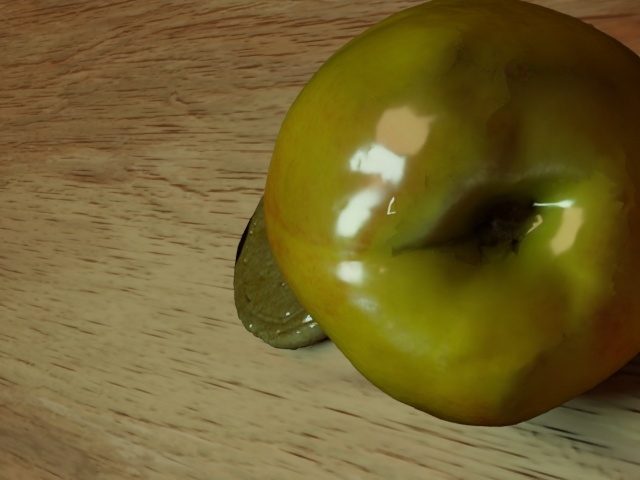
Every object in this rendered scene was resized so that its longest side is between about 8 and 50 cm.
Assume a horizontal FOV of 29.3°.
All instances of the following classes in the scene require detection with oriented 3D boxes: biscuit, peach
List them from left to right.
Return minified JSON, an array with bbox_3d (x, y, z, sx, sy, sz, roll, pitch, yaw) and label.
[{"bbox_3d":[0.000,0.000,1.148,0.226,0.042,0.226,-30,42,31],"label":"biscuit"},{"bbox_3d":[0.112,-0.032,0.851,0.289,0.289,0.308,-51,8,9],"label":"peach"}]
